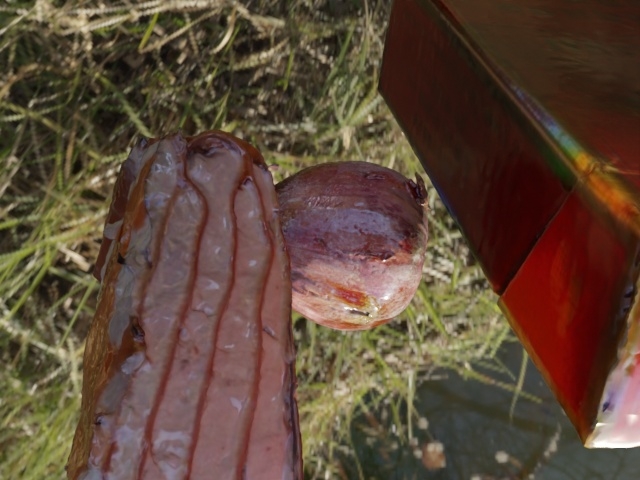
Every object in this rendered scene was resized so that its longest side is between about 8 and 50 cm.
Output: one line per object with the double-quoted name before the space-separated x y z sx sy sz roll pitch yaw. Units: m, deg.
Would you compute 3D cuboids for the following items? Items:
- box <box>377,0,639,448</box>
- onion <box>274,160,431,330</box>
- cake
"box" 0.158 -0.040 0.458 0.197 0.313 0.089 2 118 -12
"onion" 0.000 0.000 0.920 0.195 0.159 0.159 11 118 -7
"cake" -0.069 0.046 0.523 0.098 0.287 0.135 15 125 -25
